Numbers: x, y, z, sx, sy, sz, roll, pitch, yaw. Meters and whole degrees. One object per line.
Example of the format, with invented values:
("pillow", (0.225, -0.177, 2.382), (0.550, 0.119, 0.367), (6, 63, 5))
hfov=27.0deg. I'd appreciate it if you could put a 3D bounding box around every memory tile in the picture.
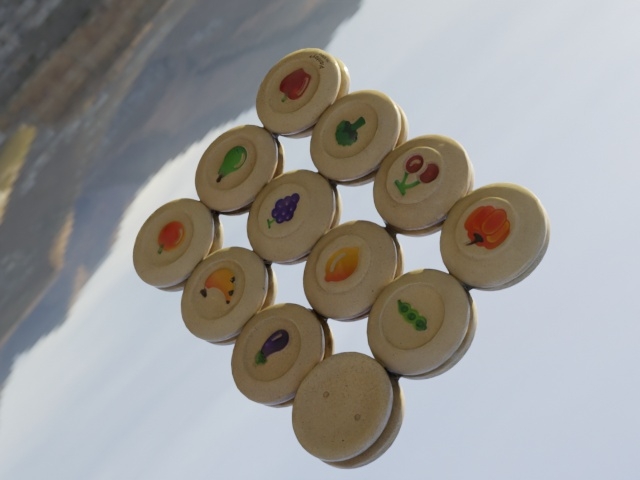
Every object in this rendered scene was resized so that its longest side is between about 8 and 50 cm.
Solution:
("memory tile", (0.000, 0.000, 0.463), (0.113, 0.012, 0.148), (-50, -131, 0))
